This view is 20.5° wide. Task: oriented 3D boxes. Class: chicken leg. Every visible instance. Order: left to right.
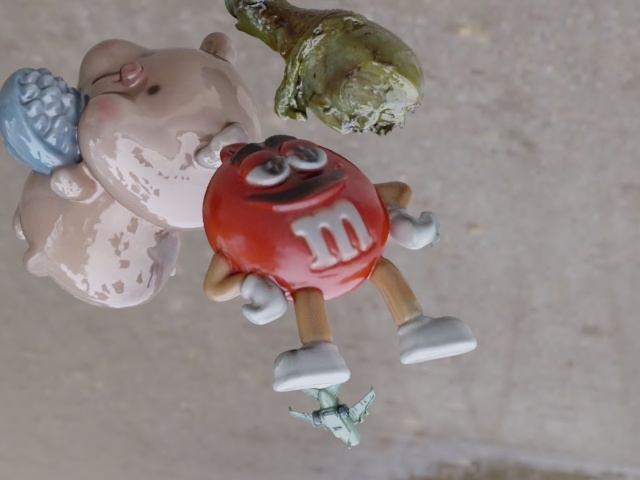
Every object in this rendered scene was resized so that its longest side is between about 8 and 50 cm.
[{"bbox_3d":[-0.005,-0.156,1.509,0.228,0.103,0.088,30,-148,30],"label":"chicken leg"}]

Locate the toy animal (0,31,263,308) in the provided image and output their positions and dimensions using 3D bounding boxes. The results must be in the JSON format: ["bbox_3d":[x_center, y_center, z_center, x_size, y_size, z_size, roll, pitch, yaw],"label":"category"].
[{"bbox_3d":[-0.163,-0.055,1.568,0.229,0.210,0.221,-7,122,-9],"label":"toy animal"}]

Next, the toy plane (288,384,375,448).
[{"bbox_3d":[0.015,0.151,1.529,0.080,0.033,0.083,-16,125,19],"label":"toy plane"}]

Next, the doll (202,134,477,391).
[{"bbox_3d":[0.000,0.000,1.239,0.183,0.217,0.085,-12,147,-25],"label":"doll"}]
